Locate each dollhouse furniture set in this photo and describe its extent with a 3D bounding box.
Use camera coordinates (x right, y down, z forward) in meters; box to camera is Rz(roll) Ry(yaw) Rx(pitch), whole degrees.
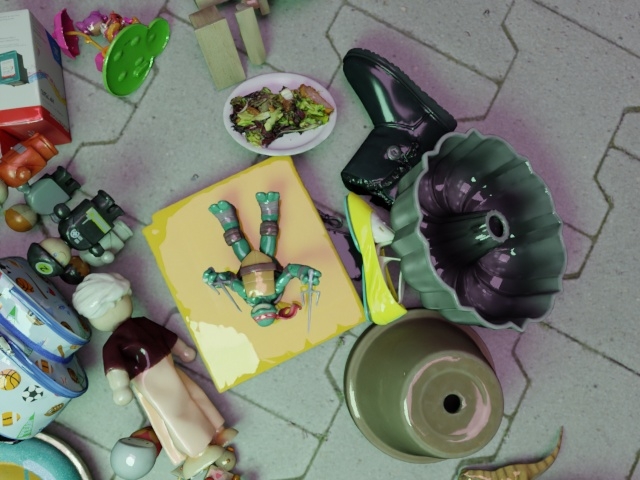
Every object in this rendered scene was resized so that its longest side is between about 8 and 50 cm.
[{"bbox_3d":[-0.160,-0.388,1.040,0.144,0.123,0.151,-24,51,-6],"label":"dollhouse furniture set"}]

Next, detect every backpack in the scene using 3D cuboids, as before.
[{"bbox_3d":[-0.470,0.159,0.861,0.213,0.276,0.263,-35,99,-7],"label":"backpack"}]

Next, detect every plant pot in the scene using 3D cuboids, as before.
[{"bbox_3d":[0.179,0.238,0.898,0.262,0.229,0.263,1,84,-5],"label":"plant pot"}]

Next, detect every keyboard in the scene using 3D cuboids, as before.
[{"bbox_3d":[0.000,0.000,1.014,0.180,0.023,0.108,14,89,-3],"label":"keyboard"}]

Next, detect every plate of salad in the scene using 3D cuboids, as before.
[{"bbox_3d":[-0.070,-0.229,0.990,0.199,0.048,0.200,1,59,-2],"label":"plate of salad"}]

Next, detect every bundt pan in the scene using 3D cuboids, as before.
[{"bbox_3d":[0.245,-0.008,0.937,0.330,0.124,0.331,9,71,-29],"label":"bundt pan"}]

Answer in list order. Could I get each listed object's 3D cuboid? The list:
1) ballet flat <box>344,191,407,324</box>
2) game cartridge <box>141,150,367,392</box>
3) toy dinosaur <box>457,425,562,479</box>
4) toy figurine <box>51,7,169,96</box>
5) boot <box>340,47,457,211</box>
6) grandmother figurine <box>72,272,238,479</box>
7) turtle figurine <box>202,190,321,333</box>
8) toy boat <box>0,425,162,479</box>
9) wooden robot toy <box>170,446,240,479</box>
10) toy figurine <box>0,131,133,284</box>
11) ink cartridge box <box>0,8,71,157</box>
[{"bbox_3d":[0.099,0.024,0.956,0.077,0.077,0.231,-14,79,21],"label":"ballet flat"},{"bbox_3d":[-0.112,0.051,0.975,0.285,0.053,0.324,-25,87,-3],"label":"game cartridge"},{"bbox_3d":[0.344,0.405,0.974,0.211,0.064,0.112,-13,84,-5],"label":"toy dinosaur"},{"bbox_3d":[-0.378,-0.357,0.991,0.159,0.130,0.173,29,61,9],"label":"toy figurine"},{"bbox_3d":[0.095,-0.190,1.002,0.246,0.094,0.207,37,79,-6],"label":"boot"},{"bbox_3d":[-0.268,0.197,0.888,0.104,0.208,0.342,-34,89,6],"label":"grandmother figurine"},{"bbox_3d":[-0.099,0.046,0.893,0.175,0.118,0.234,-8,72,-17],"label":"turtle figurine"},{"bbox_3d":[-0.392,0.387,0.883,0.318,0.148,0.268,-30,87,-6],"label":"toy boat"},{"bbox_3d":[-0.154,0.383,0.941,0.173,0.076,0.079,26,63,-6],"label":"wooden robot toy"},{"bbox_3d":[-0.418,-0.035,0.894,0.213,0.209,0.148,42,72,1],"label":"toy figurine"},{"bbox_3d":[-0.482,-0.241,0.949,0.077,0.134,0.231,-9,85,-5],"label":"ink cartridge box"}]
